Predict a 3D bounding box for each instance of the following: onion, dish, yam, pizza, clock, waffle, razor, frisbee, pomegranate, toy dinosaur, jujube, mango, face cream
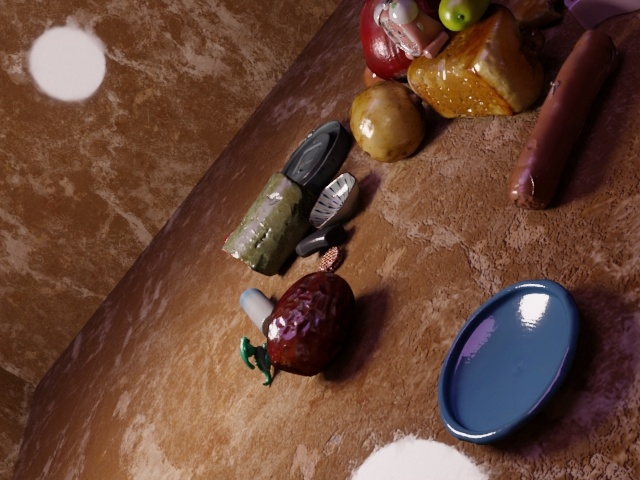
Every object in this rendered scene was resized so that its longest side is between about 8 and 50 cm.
[{"bbox_3d":[0.284,-0.579,2.017,0.341,0.341,0.341,-43,24,24],"label":"onion"},{"bbox_3d":[0.053,-0.098,2.088,0.191,0.066,0.190,-41,26,25],"label":"dish"},{"bbox_3d":[-0.133,-0.049,2.226,0.300,0.195,0.195,-54,22,-1],"label":"yam"},{"bbox_3d":[0.541,-0.594,1.874,0.134,0.056,0.271,-53,20,5],"label":"pizza"},{"bbox_3d":[0.668,-0.603,1.603,0.275,0.080,0.290,-24,35,50],"label":"clock"},{"bbox_3d":[0.025,0.054,1.960,0.083,0.029,0.075,-52,21,1],"label":"waffle"},{"bbox_3d":[0.000,0.000,2.028,0.090,0.054,0.148,-32,3,-38],"label":"razor"},{"bbox_3d":[-0.026,-0.253,2.479,0.325,0.067,0.325,-42,24,24],"label":"clock"},{"bbox_3d":[0.298,0.192,1.178,0.289,0.049,0.289,-47,21,24],"label":"frisbee"},{"bbox_3d":[0.212,-0.516,1.781,0.092,0.162,0.166,-51,21,0],"label":"clock"},{"bbox_3d":[0.189,-0.319,1.986,0.215,0.215,0.215,-43,24,24],"label":"pomegranate"},{"bbox_3d":[-0.150,0.295,1.856,0.096,0.132,0.059,-12,-14,-42],"label":"toy dinosaur"},{"bbox_3d":[-0.023,0.184,1.668,0.183,0.183,0.243,-21,38,53],"label":"jujube"},{"bbox_3d":[0.330,-0.539,1.664,0.163,0.089,0.117,-55,19,-6],"label":"mango"},{"bbox_3d":[-0.157,0.197,2.045,0.077,0.077,0.250,-54,23,-2],"label":"face cream"}]

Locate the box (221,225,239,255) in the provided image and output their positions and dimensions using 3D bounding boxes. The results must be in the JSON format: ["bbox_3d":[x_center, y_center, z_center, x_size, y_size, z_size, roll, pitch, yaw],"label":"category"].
[{"bbox_3d":[-0.204,-0.017,2.408,0.229,0.123,0.050,-39,30,30],"label":"box"}]

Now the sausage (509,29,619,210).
[{"bbox_3d":[0.468,-0.240,1.433,0.094,0.094,0.419,13,65,42],"label":"sausage"}]

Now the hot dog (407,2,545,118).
[{"bbox_3d":[0.380,-0.420,1.757,0.223,0.185,0.405,-55,21,-6],"label":"hot dog"}]

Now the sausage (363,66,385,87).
[{"bbox_3d":[0.240,-0.581,2.390,0.259,0.114,0.113,-42,24,25],"label":"sausage"}]
